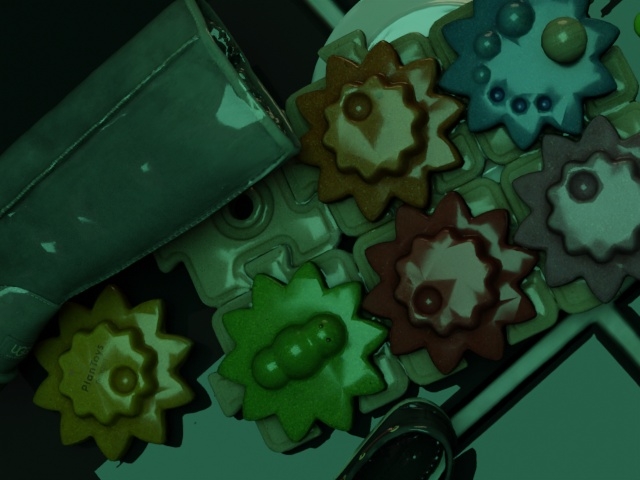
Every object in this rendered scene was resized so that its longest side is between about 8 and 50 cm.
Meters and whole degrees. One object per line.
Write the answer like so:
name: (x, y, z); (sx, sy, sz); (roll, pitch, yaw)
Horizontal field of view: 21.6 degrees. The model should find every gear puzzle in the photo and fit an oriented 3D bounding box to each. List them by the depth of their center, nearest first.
gear puzzle: (0.000, 0.000, 0.801); (0.339, 0.044, 0.175); (-27, 81, 12)

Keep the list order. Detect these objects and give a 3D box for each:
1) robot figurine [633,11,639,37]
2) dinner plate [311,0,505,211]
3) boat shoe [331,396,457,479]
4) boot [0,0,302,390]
robot figurine: (0.194, -0.122, 0.779); (0.101, 0.067, 0.115); (-39, 74, 22)
dinner plate: (0.061, -0.070, 0.828); (0.141, 0.017, 0.141); (-2, 78, 11)
boat shoe: (0.018, 0.134, 0.778); (0.049, 0.042, 0.133); (32, 102, -3)
boot: (-0.135, -0.048, 0.817); (0.208, 0.076, 0.189); (-45, 73, 17)
